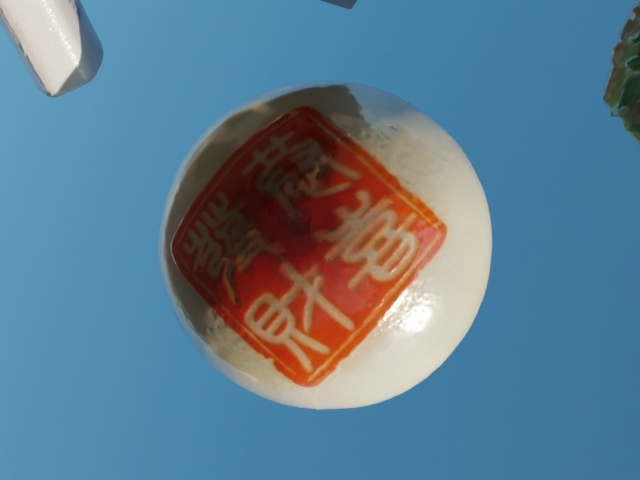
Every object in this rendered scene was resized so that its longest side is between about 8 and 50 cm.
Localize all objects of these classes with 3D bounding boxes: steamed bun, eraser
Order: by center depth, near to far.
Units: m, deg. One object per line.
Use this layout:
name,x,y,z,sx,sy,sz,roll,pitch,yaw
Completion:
steamed bun,0.000,0.000,1.232,0.375,0.241,0.374,-1,-97,6
eraser,-0.338,-0.308,1.242,0.095,0.270,0.174,-27,-147,-2

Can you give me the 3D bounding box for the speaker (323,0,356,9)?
speaker,0.009,-0.435,1.294,0.254,0.184,0.232,137,-34,-67

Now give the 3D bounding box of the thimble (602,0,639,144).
thimble,0.372,-0.158,1.024,0.219,0.150,0.219,33,-45,40
